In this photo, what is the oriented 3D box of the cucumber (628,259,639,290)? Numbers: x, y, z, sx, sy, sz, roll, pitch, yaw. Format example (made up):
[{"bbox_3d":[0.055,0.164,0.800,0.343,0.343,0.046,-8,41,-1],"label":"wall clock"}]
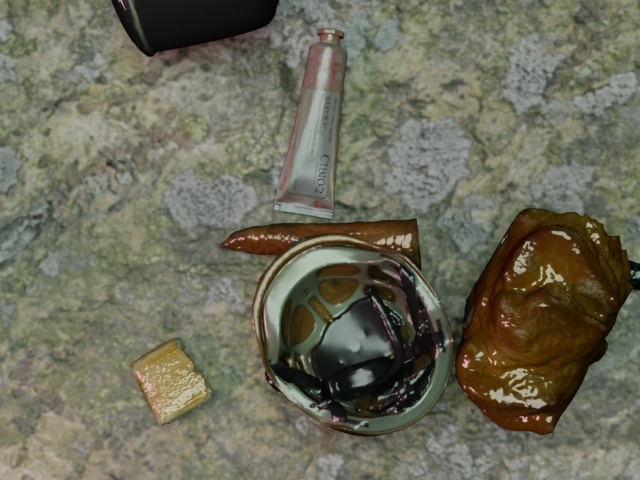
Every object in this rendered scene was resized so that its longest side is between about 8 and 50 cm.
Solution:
[{"bbox_3d":[0.343,0.037,1.574,0.133,0.032,0.032,16,81,0],"label":"cucumber"}]

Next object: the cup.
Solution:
[{"bbox_3d":[-0.150,-0.309,1.564,0.176,0.169,0.223,-23,48,3],"label":"cup"}]

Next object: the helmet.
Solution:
[{"bbox_3d":[0.038,0.109,1.507,0.198,0.130,0.224,-41,71,-8],"label":"helmet"}]

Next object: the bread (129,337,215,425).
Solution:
[{"bbox_3d":[-0.163,0.153,1.544,0.070,0.035,0.083,-34,77,-6],"label":"bread"}]

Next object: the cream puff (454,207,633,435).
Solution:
[{"bbox_3d":[0.224,0.072,1.462,0.155,0.269,0.241,28,114,14],"label":"cream puff"}]

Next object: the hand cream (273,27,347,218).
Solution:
[{"bbox_3d":[-0.005,-0.132,1.589,0.067,0.043,0.210,8,87,-5],"label":"hand cream"}]

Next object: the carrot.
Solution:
[{"bbox_3d":[0.000,0.000,1.567,0.224,0.057,0.057,2,81,4],"label":"carrot"}]
